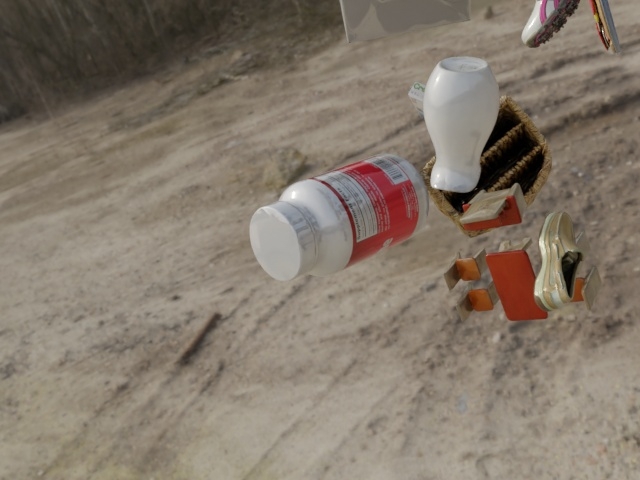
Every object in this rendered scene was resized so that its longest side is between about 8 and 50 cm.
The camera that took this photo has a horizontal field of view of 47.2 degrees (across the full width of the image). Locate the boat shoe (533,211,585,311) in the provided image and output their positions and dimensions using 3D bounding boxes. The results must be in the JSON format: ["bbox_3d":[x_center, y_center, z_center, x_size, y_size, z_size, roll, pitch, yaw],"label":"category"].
[{"bbox_3d":[0.405,0.028,1.209,0.072,0.068,0.190,-29,39,51],"label":"boat shoe"}]

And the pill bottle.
[{"bbox_3d":[0.046,-0.052,1.713,0.407,0.229,0.229,-23,16,-38],"label":"pill bottle"}]

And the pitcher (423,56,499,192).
[{"bbox_3d":[0.245,-0.213,1.265,0.125,0.207,0.178,7,34,17],"label":"pitcher"}]

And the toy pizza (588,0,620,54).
[{"bbox_3d":[0.549,-0.459,1.441,0.032,0.201,0.201,-16,19,26],"label":"toy pizza"}]

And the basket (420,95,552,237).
[{"bbox_3d":[0.427,-0.164,1.828,0.299,0.213,0.223,-40,-20,2],"label":"basket"}]

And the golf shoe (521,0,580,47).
[{"bbox_3d":[0.356,-0.383,1.107,0.086,0.186,0.067,39,21,20],"label":"golf shoe"}]

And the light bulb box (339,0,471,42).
[{"bbox_3d":[0.218,-0.776,2.099,0.358,0.225,0.361,-10,44,3],"label":"light bulb box"}]

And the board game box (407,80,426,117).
[{"bbox_3d":[0.427,-0.378,2.245,0.305,0.053,0.193,28,-1,22],"label":"board game box"}]

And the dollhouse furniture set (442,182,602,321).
[{"bbox_3d":[0.349,0.039,1.360,0.262,0.259,0.135,-10,23,37],"label":"dollhouse furniture set"}]
